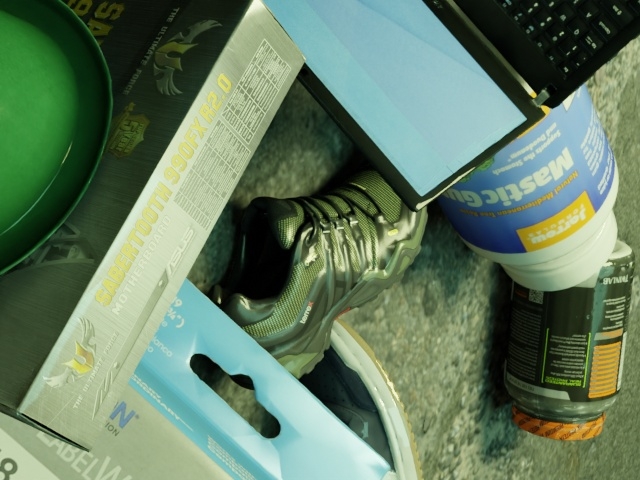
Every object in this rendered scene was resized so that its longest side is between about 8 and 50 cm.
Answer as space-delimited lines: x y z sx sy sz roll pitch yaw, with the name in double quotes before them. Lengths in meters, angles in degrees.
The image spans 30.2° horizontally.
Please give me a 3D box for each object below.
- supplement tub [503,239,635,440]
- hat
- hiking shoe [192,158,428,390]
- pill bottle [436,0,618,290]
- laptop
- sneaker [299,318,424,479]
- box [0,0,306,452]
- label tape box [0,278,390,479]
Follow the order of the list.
"supplement tub" 0.243 0.093 1.175 0.117 0.117 0.190 -13 112 -49
"hat" -0.197 -0.079 0.485 0.183 0.173 0.208 84 30 -66
"hiking shoe" 0.000 0.000 0.869 0.227 0.086 0.114 -52 140 -26
"pill bottle" 0.160 -0.074 0.989 0.152 0.152 0.272 -59 138 -20
"laptop" 0.097 -0.195 0.782 0.264 0.234 0.136 -42 174 16
"sneaker" -0.002 0.209 0.923 0.153 0.099 0.282 -22 104 -23
"box" -0.137 -0.027 0.614 0.056 0.183 0.231 45 67 -47
"label tape box" -0.109 0.173 0.678 0.240 0.106 0.333 43 61 -7
